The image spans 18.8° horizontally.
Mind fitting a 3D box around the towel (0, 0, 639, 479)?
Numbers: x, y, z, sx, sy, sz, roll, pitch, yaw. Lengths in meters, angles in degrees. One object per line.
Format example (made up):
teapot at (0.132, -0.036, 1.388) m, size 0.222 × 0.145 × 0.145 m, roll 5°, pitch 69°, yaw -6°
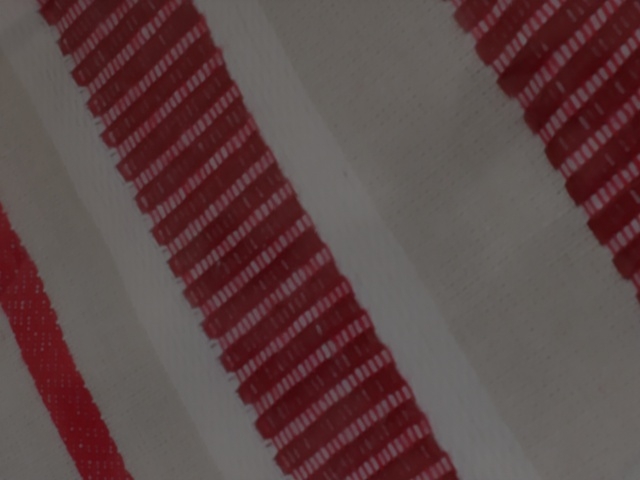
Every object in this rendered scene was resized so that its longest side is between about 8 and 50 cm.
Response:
towel at (0.000, 0.000, 0.369) m, size 0.329 × 0.037 × 0.237 m, roll -40°, pitch -110°, yaw 28°
